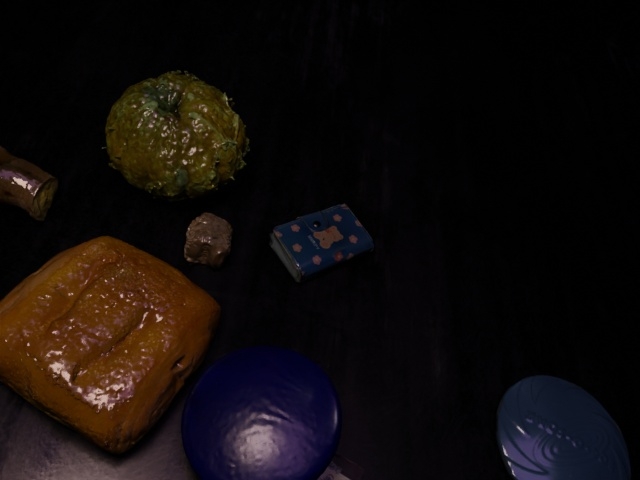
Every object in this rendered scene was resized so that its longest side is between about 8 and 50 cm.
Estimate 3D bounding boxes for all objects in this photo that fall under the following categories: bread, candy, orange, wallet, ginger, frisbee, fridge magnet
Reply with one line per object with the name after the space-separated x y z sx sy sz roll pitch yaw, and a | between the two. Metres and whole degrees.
-0.362 0.143 0.943 0.337 0.148 0.328 33 53 7 | bread
-0.230 0.001 1.135 0.095 0.085 0.110 21 40 -12 | candy
-0.307 -0.222 1.181 0.300 0.223 0.301 -24 65 -24 | orange
0.000 0.000 1.211 0.202 0.059 0.141 -22 62 -28 | wallet
-0.651 -0.136 1.091 0.263 0.116 0.109 30 93 0 | ginger
0.481 0.394 1.074 0.290 0.049 0.289 8 54 -11 | frisbee
-0.096 0.297 0.918 0.266 0.112 0.265 2 48 -2 | fridge magnet

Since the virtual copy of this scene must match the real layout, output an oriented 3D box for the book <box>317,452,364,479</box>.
-0.041 0.439 0.902 0.157 0.026 0.231 30 53 5 | book
